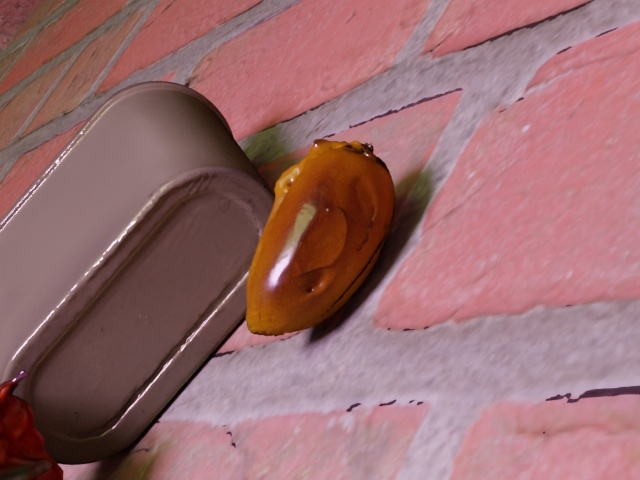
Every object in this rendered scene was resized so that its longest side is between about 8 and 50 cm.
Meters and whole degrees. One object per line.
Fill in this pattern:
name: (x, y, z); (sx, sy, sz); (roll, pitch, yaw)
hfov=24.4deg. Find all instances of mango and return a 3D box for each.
mango: (0.000, 0.000, 0.834); (0.077, 0.063, 0.127); (-9, 50, 55)

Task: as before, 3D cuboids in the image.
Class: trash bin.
trash bin: (-0.140, 0.015, 1.032); (0.243, 0.121, 0.247); (-48, 22, 4)

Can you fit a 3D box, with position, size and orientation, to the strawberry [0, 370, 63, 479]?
strawberry: (-0.253, 0.232, 0.852); (0.280, 0.150, 0.253); (-39, 5, 35)
